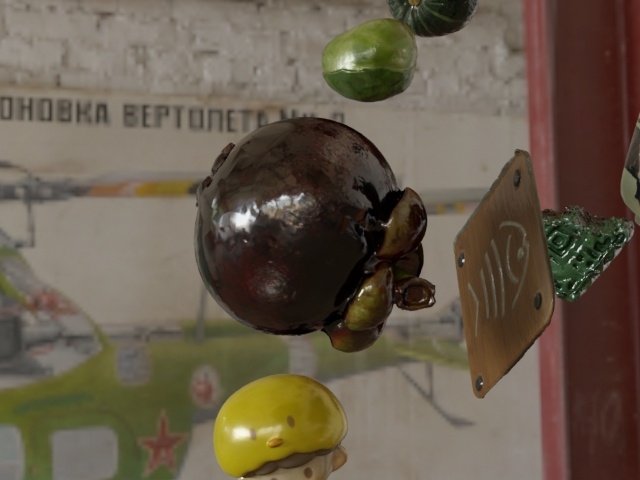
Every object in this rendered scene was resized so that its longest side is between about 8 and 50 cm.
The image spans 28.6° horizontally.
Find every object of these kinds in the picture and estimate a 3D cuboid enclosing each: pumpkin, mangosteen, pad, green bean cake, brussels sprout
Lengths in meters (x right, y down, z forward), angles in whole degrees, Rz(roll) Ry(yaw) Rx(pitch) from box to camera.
[{"bbox_3d":[0.234,-0.527,2.635,0.152,0.212,0.211,-28,13,-38],"label":"pumpkin"},{"bbox_3d":[0.000,0.000,1.665,0.347,0.307,0.307,32,-2,7],"label":"mangosteen"},{"bbox_3d":[0.265,0.051,1.840,0.018,0.287,0.284,6,-34,-16],"label":"pad"},{"bbox_3d":[0.460,-0.008,2.379,0.208,0.193,0.107,39,28,9],"label":"green bean cake"},{"bbox_3d":[0.095,-0.305,2.118,0.183,0.131,0.145,-27,15,-22],"label":"brussels sprout"}]

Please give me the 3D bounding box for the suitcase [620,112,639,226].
[{"bbox_3d":[0.552,-0.122,1.577,0.193,0.339,0.351,1,27,-19],"label":"suitcase"}]

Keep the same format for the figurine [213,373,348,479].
[{"bbox_3d":[-0.047,0.379,2.005,0.215,0.344,0.187,-14,20,-6],"label":"figurine"}]
